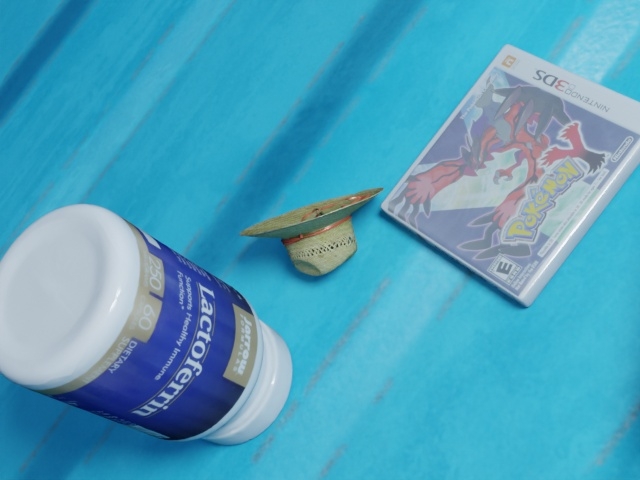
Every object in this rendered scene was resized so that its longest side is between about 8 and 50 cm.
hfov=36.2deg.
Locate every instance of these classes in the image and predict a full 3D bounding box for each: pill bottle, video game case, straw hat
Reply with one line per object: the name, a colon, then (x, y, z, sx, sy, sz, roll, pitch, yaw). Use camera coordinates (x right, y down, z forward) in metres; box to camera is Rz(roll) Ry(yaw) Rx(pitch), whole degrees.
pill bottle: (-0.144, 0.087, 0.849, 0.153, 0.264, 0.153, -14, 60, 27)
video game case: (0.176, -0.066, 0.880, 0.183, 0.023, 0.201, 36, 88, 40)
straw hat: (0.000, 0.000, 0.929, 0.144, 0.144, 0.061, -14, 99, 26)
